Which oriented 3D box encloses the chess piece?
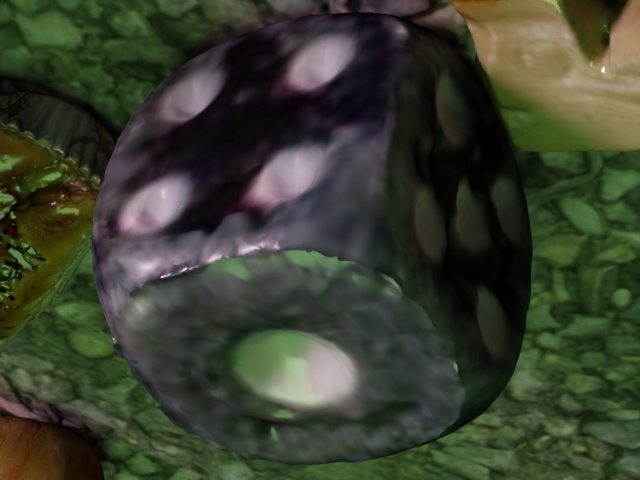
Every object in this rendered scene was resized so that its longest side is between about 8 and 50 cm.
[{"bbox_3d":[0.198,-0.097,0.730,0.301,0.137,0.137,-4,140,38],"label":"chess piece"}]

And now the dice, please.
[{"bbox_3d":[0.000,0.000,0.843,0.182,0.183,0.181,-10,135,26],"label":"dice"}]

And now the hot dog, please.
[{"bbox_3d":[-0.222,-0.004,0.992,0.144,0.075,0.268,29,141,-18],"label":"hot dog"}]

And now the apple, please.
[{"bbox_3d":[-0.227,0.195,1.221,0.126,0.102,0.126,9,143,7],"label":"apple"}]
